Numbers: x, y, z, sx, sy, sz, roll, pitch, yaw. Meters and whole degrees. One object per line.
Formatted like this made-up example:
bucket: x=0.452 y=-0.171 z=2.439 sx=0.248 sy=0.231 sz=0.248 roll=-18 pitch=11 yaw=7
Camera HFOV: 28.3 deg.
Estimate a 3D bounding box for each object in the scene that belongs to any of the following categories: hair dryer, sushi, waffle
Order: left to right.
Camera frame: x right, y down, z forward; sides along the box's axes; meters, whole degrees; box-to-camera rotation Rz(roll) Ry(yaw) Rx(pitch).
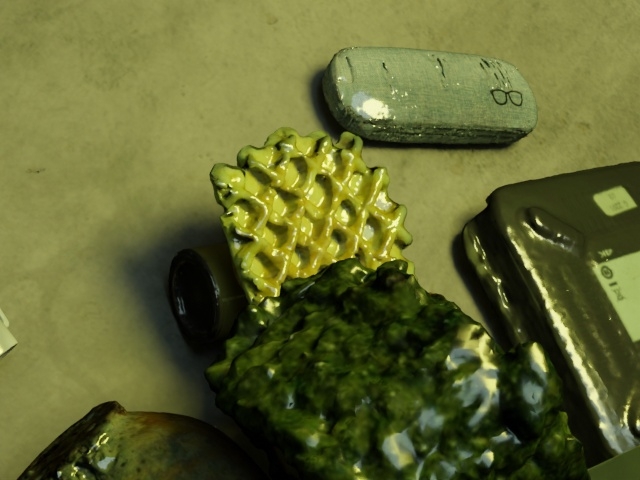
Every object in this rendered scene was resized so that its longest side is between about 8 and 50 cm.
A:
hair dryer: x=-0.038 y=0.131 z=1.193 sx=0.135 sy=0.090 sz=0.278 roll=-10 pitch=75 yaw=-36
waffle: x=-0.001 y=0.000 z=1.179 sx=0.204 sy=0.054 sz=0.223 roll=-18 pitch=87 yaw=-36
sushi: x=0.058 y=0.163 z=0.997 sx=0.178 sy=0.352 sz=0.294 roll=-43 pitch=56 yaw=-14

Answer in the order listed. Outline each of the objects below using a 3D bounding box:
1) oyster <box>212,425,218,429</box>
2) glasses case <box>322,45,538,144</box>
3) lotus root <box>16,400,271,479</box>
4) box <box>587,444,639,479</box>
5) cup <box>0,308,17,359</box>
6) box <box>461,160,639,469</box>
oyster: x=-0.115 y=0.225 z=1.125 sx=0.100 sy=0.037 sz=0.098 roll=-27 pitch=59 yaw=-17
glasses case: x=0.130 y=-0.164 z=1.455 sx=0.282 sy=0.067 sz=0.109 roll=1 pitch=61 yaw=-31
lotus root: x=-0.093 y=0.286 z=0.966 sx=0.346 sy=0.250 sz=0.250 roll=50 pitch=51 yaw=-2
box: x=0.379 y=0.280 z=1.247 sx=0.225 sy=0.225 sz=0.117 roll=9 pitch=60 yaw=-26
cup: x=-0.312 y=0.058 z=1.083 sx=0.116 sy=0.074 sz=0.104 roll=48 pitch=23 yaw=-3
box: x=0.359 y=0.078 z=1.436 sx=0.359 sy=0.091 sz=0.350 roll=-13 pitch=71 yaw=-36
